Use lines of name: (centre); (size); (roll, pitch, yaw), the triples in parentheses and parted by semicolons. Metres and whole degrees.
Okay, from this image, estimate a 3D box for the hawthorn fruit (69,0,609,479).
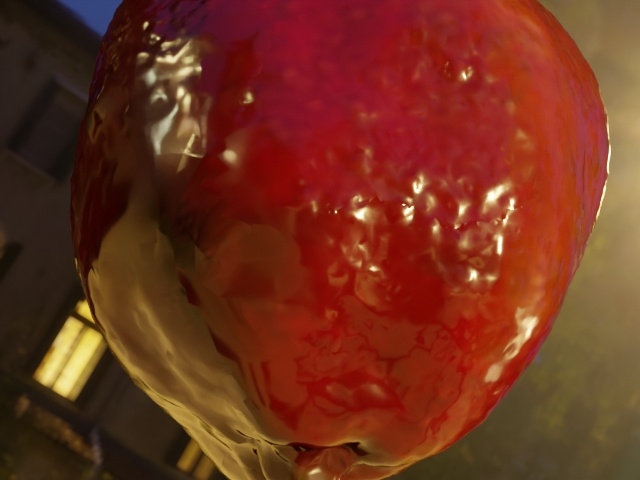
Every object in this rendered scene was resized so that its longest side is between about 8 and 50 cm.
hawthorn fruit: (0.000, 0.000, 0.720); (0.265, 0.307, 0.265); (6, -23, 3)
